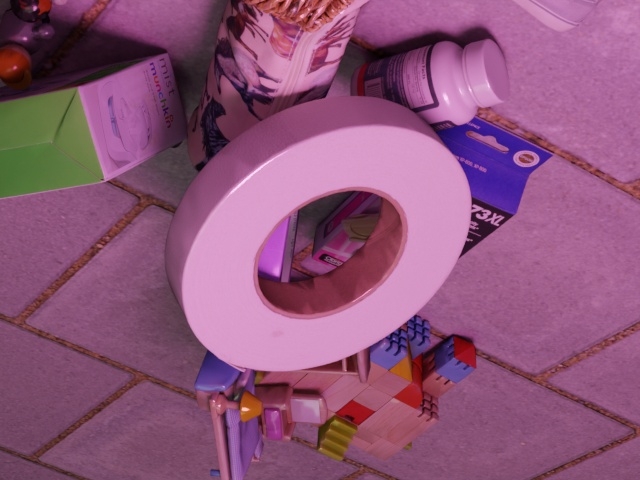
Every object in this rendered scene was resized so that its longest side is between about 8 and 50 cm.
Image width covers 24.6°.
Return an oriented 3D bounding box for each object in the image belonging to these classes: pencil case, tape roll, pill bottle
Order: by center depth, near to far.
[{"bbox_3d":[-0.049,-0.218,1.769,0.160,0.183,0.410,-6,150,-22],"label":"pencil case"},{"bbox_3d":[0.000,0.000,1.813,0.392,0.072,0.392,-16,135,-17],"label":"tape roll"},{"bbox_3d":[0.139,-0.190,1.835,0.180,0.108,0.108,-13,140,28],"label":"pill bottle"},{"bbox_3d":[-0.087,0.012,2.030,0.090,0.275,0.275,9,146,2],"label":"tape roll"}]

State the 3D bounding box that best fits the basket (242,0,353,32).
[{"bbox_3d":[-0.020,-0.396,1.481,0.223,0.213,0.299,16,131,-39],"label":"basket"}]

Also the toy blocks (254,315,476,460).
[{"bbox_3d":[0.073,0.205,2.388,0.381,0.190,0.261,29,129,-23],"label":"toy blocks"}]

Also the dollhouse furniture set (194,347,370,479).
[{"bbox_3d":[-0.047,0.254,2.166,0.198,0.303,0.286,2,122,11],"label":"dollhouse furniture set"}]

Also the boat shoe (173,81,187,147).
[{"bbox_3d":[-0.210,-0.167,2.007,0.049,0.042,0.133,4,147,4],"label":"boat shoe"}]

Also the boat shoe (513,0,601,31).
[{"bbox_3d":[0.231,-0.319,1.664,0.227,0.079,0.081,26,133,-31],"label":"boat shoe"}]

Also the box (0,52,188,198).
[{"bbox_3d":[-0.339,-0.140,1.883,0.262,0.231,0.126,-7,105,26],"label":"box"}]

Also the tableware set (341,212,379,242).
[{"bbox_3d":[0.106,0.012,2.103,0.141,0.020,0.168,1,145,10],"label":"tableware set"}]

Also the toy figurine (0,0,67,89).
[{"bbox_3d":[-0.415,-0.298,1.769,0.209,0.148,0.213,20,144,-15],"label":"toy figurine"}]

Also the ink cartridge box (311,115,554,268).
[{"bbox_3d":[0.151,-0.046,2.083,0.176,0.069,0.371,23,141,-19],"label":"ink cartridge box"}]
